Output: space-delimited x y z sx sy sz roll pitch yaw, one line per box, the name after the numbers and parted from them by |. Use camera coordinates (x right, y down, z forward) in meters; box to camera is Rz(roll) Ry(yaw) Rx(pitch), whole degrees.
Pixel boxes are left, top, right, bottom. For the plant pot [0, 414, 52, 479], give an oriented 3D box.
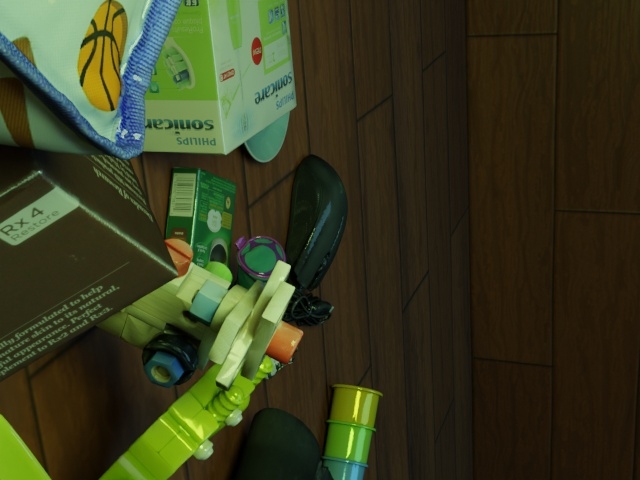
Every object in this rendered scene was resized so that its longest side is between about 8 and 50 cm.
-0.278 0.214 0.533 0.227 0.228 0.207 76 32 -42 | plant pot

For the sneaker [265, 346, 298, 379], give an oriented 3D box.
-0.059 0.174 1.396 0.083 0.036 0.032 -59 148 -50 | sneaker

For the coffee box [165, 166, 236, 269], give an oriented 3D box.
-0.146 0.012 1.121 0.113 0.040 0.184 17 77 -71 | coffee box

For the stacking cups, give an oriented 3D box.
0.037 0.410 1.621 0.096 0.096 0.316 49 49 -63 | stacking cups

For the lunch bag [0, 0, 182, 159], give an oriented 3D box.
-0.263 -0.193 0.351 0.385 0.327 0.239 54 44 -63 | lunch bag

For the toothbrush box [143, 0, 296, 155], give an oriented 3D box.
-0.126 -0.256 1.018 0.206 0.122 0.283 -47 137 -60 | toothbrush box

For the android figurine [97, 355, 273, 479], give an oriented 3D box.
-0.146 0.198 0.883 0.056 0.273 0.248 47 25 1 | android figurine

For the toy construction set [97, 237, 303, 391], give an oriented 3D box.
-0.149 0.008 0.770 0.151 0.327 0.215 -38 159 -49 | toy construction set

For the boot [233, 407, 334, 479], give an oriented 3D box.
-0.103 0.388 1.141 0.445 0.146 0.367 -63 157 -43 | boot

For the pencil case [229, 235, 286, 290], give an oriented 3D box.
-0.085 0.056 1.195 0.064 0.070 0.152 -45 167 -32 | pencil case

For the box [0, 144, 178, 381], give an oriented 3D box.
-0.225 -0.043 0.591 0.203 0.168 0.167 63 6 26 | box

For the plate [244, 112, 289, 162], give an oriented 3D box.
-0.084 -0.201 1.284 0.188 0.024 0.188 3 90 -71 | plate

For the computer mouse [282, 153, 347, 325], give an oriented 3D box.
0.000 0.000 1.479 0.188 0.072 0.272 24 71 -68 | computer mouse
